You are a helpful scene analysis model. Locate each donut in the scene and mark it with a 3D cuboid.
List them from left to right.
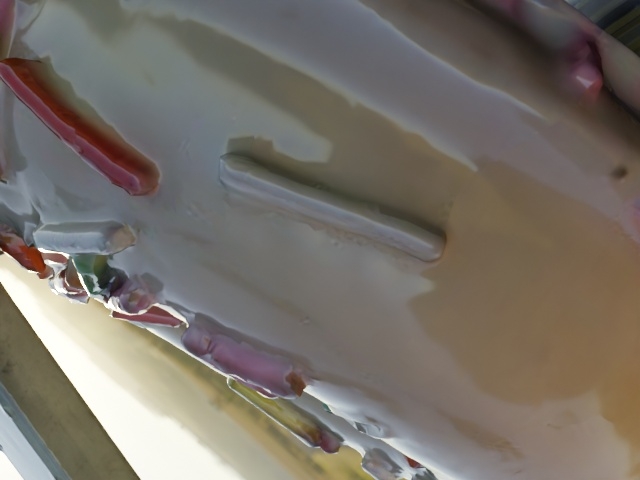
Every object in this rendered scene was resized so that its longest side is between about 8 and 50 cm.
[{"bbox_3d":[0.000,0.000,0.483,0.383,0.142,0.382,28,169,6],"label":"donut"}]

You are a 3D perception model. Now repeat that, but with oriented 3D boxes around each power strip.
[{"bbox_3d":[-0.122,0.067,0.491,0.080,0.029,0.227,5,131,55],"label":"power strip"}]

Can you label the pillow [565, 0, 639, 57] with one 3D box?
[{"bbox_3d":[0.196,-0.063,0.587,0.113,0.038,0.203,-34,77,47],"label":"pillow"}]
